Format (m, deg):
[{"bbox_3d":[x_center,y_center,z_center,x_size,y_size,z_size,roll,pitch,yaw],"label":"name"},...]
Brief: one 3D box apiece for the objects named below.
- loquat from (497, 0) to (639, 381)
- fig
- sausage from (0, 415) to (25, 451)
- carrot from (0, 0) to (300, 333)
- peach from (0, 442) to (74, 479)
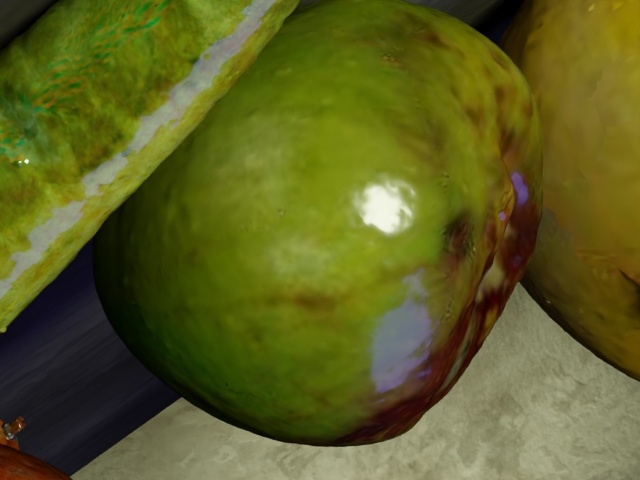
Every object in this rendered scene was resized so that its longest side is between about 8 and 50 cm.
[{"bbox_3d":[0.263,-0.077,1.168,0.328,0.328,0.359,-39,-156,38],"label":"loquat"},{"bbox_3d":[-0.003,-0.005,0.760,0.191,0.181,0.181,-12,-174,24],"label":"fig"},{"bbox_3d":[-0.347,0.234,1.382,0.348,0.053,0.053,-37,176,15],"label":"sausage"},{"bbox_3d":[-0.132,0.015,0.562,0.358,0.074,0.074,-38,175,15],"label":"carrot"},{"bbox_3d":[-0.240,0.216,1.038,0.232,0.257,0.232,-165,-90,-87],"label":"peach"}]
